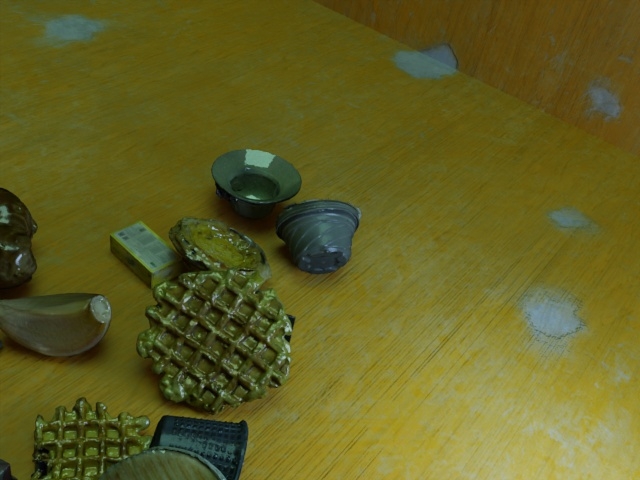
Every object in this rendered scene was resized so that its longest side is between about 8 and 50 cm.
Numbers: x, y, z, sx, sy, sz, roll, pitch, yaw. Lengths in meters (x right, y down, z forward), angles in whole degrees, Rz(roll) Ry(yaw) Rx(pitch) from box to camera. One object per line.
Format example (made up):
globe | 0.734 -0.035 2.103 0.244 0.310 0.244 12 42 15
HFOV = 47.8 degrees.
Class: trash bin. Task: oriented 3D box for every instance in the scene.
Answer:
trash bin | -0.231 0.391 1.308 0.161 0.175 0.175 20 37 -11

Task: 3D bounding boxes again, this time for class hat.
hat | -0.187 -0.134 2.039 0.257 0.130 0.257 9 37 -7

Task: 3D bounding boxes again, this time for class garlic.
garlic | -0.562 0.161 1.521 0.245 0.164 0.145 3 56 -7

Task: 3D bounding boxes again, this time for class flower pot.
flower pot | 0.000 0.000 1.892 0.236 0.235 0.140 0 61 -18

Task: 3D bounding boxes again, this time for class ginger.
ginger | -0.801 -0.002 1.666 0.274 0.152 0.357 -20 46 -10

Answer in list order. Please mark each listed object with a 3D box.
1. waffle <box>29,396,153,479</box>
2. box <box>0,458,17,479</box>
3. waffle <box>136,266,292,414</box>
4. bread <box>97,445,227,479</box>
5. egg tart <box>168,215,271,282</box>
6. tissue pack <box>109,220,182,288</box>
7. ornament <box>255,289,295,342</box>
waffle | -0.434 0.419 1.320 0.283 0.065 0.309 31 37 17
box | -0.668 0.426 1.212 0.215 0.086 0.215 24 38 12
waffle | -0.220 0.210 1.519 0.325 0.068 0.302 -10 83 -3
bread | -0.268 0.474 1.202 0.267 0.040 0.266 0 84 -4
egg tart | -0.253 0.050 1.778 0.291 0.107 0.291 28 20 -11
tissue pack | -0.435 0.035 1.801 0.176 0.062 0.095 37 45 25
ornament | -0.138 0.175 1.679 0.153 0.166 0.196 14 23 -3
